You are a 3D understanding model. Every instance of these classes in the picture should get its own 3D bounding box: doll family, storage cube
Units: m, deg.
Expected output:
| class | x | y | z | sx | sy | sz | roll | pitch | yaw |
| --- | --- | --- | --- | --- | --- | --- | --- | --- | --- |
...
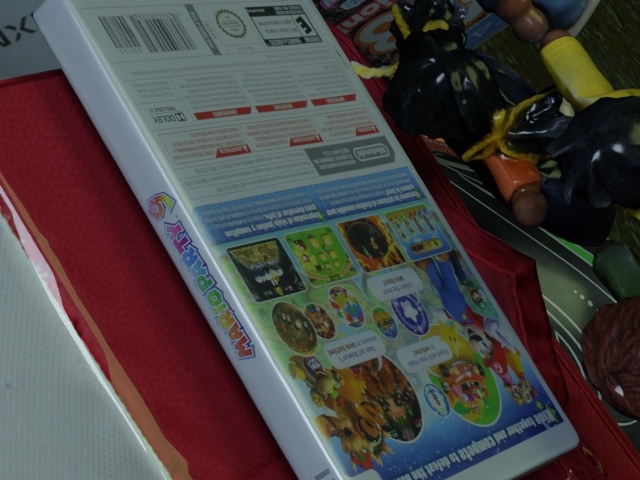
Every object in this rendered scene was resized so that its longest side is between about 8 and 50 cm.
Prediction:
| class | x | y | z | sx | sy | sz | roll | pitch | yaw |
| --- | --- | --- | --- | --- | --- | --- | --- | --- | --- |
| doll family | 0.057 | -0.031 | 0.449 | 0.193 | 0.076 | 0.111 | 47 | 17 | 28 |
| storage cube | -0.050 | 0.076 | 0.460 | 0.184 | 0.215 | 0.193 | 56 | 24 | 4 |

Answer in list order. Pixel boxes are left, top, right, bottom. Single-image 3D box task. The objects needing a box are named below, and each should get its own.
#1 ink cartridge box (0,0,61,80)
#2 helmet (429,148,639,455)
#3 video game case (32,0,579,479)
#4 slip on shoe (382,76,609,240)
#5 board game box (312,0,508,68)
| class | x | y | z | sx | sy | sz | roll | pitch | yaw |
| --- | --- | --- | --- | --- | --- | --- | --- | --- | --- |
| ink cartridge box | -0.166 | -0.180 | 0.871 | 0.385 | 0.091 | 0.308 | 61 | 5 | -57 |
| helmet | 0.070 | 0.052 | 0.866 | 0.161 | 0.169 | 0.169 | 47 | 11 | 37 |
| video game case | 0.000 | 0.000 | 0.396 | 0.087 | 0.011 | 0.122 | -13 | 69 | -57 |
| slip on shoe | 0.036 | -0.047 | 1.056 | 0.331 | 0.123 | 0.101 | 49 | 35 | -6 |
| board game box | -0.011 | -0.227 | 0.897 | 0.291 | 0.141 | 0.232 | 12 | 49 | -60 |
